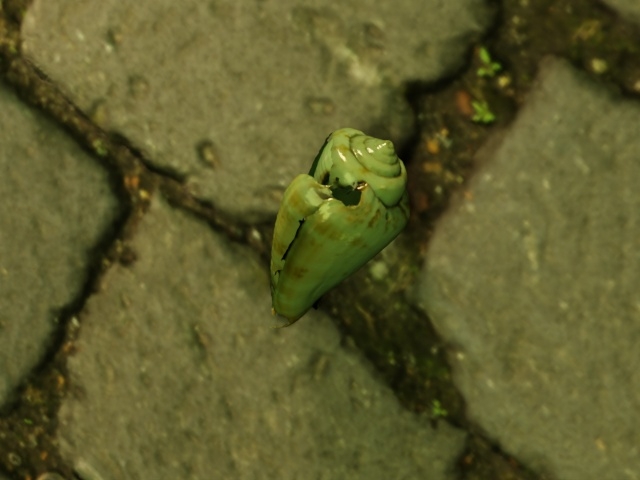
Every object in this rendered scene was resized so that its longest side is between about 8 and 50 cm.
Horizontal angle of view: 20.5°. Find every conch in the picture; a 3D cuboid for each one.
[{"bbox_3d":[0.000,0.000,1.191,0.079,0.106,0.170,42,121,18],"label":"conch"}]
